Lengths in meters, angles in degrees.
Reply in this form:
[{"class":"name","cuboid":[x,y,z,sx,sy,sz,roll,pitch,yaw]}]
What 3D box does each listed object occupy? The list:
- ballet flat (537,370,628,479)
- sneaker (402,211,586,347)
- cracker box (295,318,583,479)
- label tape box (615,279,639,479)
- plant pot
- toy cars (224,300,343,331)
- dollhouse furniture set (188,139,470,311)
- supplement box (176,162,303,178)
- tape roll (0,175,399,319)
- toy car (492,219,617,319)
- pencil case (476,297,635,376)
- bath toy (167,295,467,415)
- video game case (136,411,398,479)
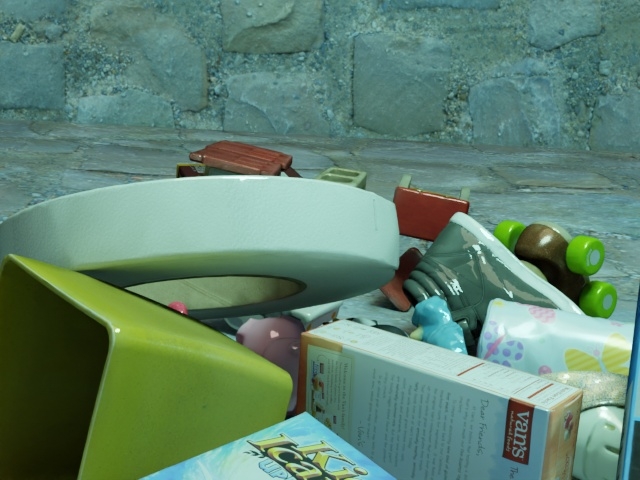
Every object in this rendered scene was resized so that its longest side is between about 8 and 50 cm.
[{"class":"ballet flat","cuboid":[0.313,0.188,0.984,0.316,0.107,0.106,4,21,9]},{"class":"sneaker","cuboid":[0.222,0.107,1.319,0.296,0.147,0.104,43,-8,27]},{"class":"cracker box","cuboid":[0.087,0.169,0.884,0.232,0.155,0.067,15,17,36]},{"class":"label tape box","cuboid":[0.417,0.154,0.847,0.348,0.115,0.249,7,59,17]},{"class":"plant pot","cuboid":[-0.148,0.147,0.854,0.187,0.212,0.212,11,7,-38]},{"class":"toy cars","cuboid":[-0.173,0.077,1.344,0.394,0.087,0.176,5,21,-8]},{"class":"dollhouse furniture set","cuboid":[0.000,0.000,1.477,0.374,0.201,0.152,12,15,9]},{"class":"supplement box","cuboid":[-0.126,-0.042,1.722,0.191,0.129,0.194,0,15,-14]},{"class":"tape roll","cuboid":[-0.118,0.020,1.069,0.392,0.072,0.392,-4,-12,-1]},{"class":"toy car","cuboid":[0.269,0.077,1.438,0.188,0.148,0.155,-40,32,-27]},{"class":"pencil case","cuboid":[0.303,0.135,1.164,0.273,0.113,0.124,8,-5,15]},{"class":"bath toy","cuboid":[-0.022,0.121,1.111,0.348,0.129,0.151,-2,-19,-23]},{"class":"video game case","cuboid":[-0.003,0.230,0.691,0.270,0.061,0.244,31,27,33]}]
